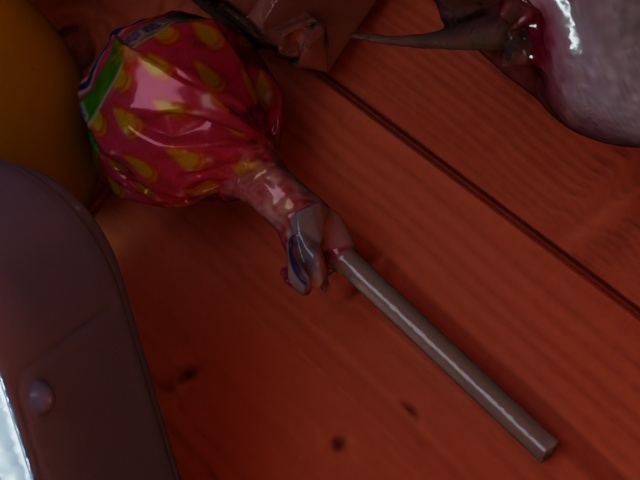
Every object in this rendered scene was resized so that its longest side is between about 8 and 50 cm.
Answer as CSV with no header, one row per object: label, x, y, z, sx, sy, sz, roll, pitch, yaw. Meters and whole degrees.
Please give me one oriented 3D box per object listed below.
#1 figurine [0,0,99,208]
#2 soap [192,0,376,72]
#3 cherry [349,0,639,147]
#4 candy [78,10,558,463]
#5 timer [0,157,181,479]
figurine,-0.309,-0.051,1.155,0.344,0.215,0.187,-15,42,19
soap,0.001,-0.252,1.103,0.218,0.098,0.273,37,96,33
cherry,0.160,-0.153,0.930,0.266,0.183,0.213,-43,73,-1
candy,0.000,0.000,1.046,0.365,0.124,0.124,44,101,21
timer,-0.266,0.152,1.017,0.395,0.173,0.395,10,115,23
